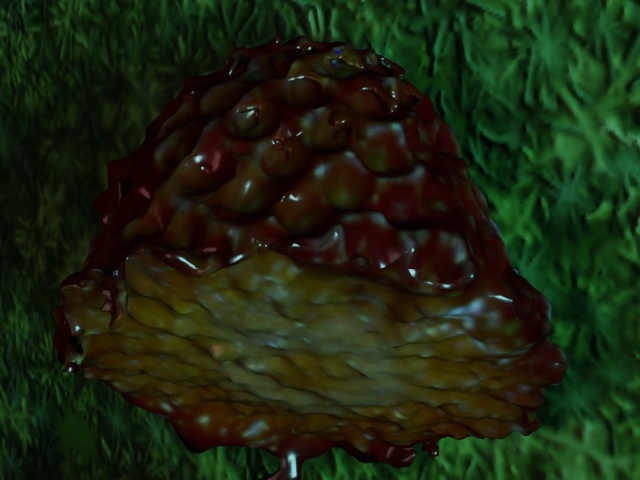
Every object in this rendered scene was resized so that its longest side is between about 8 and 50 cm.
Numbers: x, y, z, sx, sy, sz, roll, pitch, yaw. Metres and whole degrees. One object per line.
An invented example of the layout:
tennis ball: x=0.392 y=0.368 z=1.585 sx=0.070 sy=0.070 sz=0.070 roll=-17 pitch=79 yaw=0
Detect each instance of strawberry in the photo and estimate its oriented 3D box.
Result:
strawberry: x=0.000 y=0.000 z=0.583 sx=0.234 sy=0.234 sz=0.178 roll=-26 pitch=48 yaw=43
